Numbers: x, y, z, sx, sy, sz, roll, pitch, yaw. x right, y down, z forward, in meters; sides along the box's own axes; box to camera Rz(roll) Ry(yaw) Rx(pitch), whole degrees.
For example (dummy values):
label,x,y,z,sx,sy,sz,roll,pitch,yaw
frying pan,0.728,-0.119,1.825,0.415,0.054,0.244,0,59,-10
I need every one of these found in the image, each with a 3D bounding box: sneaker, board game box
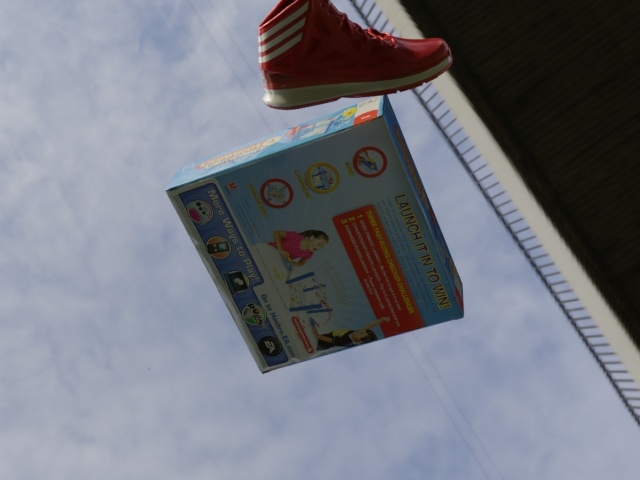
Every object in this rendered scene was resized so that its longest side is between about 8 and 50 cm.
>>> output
label,x,y,z,sx,sy,sz,roll,pitch,yaw
sneaker,0.037,-0.223,0.997,0.221,0.087,0.128,-16,-66,-16
board game box,0.000,0.000,1.231,0.302,0.086,0.308,-17,-65,16
